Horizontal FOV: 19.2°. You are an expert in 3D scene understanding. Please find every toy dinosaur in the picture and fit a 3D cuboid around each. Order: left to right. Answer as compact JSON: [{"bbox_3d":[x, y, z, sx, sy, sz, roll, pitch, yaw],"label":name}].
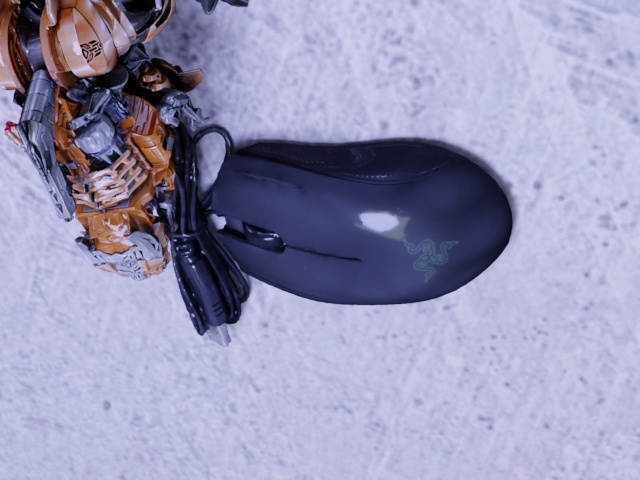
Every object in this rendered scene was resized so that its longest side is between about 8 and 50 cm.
[{"bbox_3d":[-0.145,-0.137,1.207,0.164,0.218,0.322,12,128,11],"label":"toy dinosaur"}]

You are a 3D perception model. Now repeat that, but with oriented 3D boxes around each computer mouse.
[{"bbox_3d":[0.000,0.000,1.350,0.272,0.072,0.189,-2,123,20],"label":"computer mouse"}]
